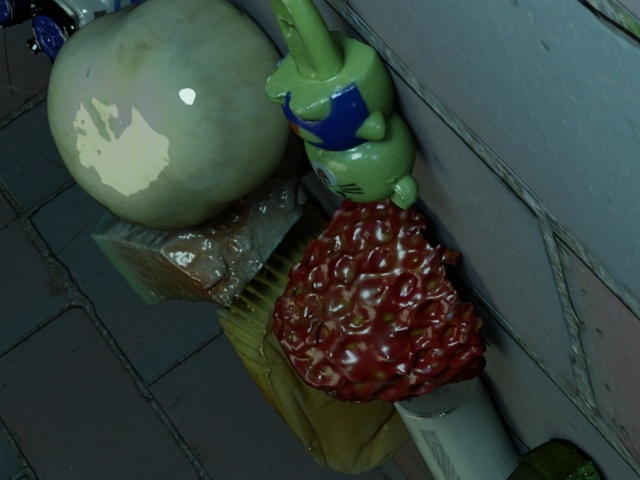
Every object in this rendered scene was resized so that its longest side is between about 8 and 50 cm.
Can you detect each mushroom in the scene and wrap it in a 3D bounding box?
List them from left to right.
[{"bbox_3d":[-0.137,-0.138,1.647,0.260,0.254,0.234,32,-152,22],"label":"mushroom"}]

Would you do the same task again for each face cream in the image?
[{"bbox_3d":[0.179,0.262,1.836,0.102,0.102,0.346,46,168,48],"label":"face cream"}]

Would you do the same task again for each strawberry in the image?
[{"bbox_3d":[0.044,0.065,1.530,0.234,0.178,0.234,60,176,7],"label":"strawberry"}]

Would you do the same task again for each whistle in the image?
[{"bbox_3d":[0.013,-0.109,1.267,0.105,0.085,0.227,34,160,45],"label":"whistle"}]

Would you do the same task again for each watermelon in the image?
[{"bbox_3d":[-0.126,-0.063,1.844,0.151,0.264,0.302,43,166,-15],"label":"watermelon"}]

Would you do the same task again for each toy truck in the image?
[{"bbox_3d":[-0.268,-0.309,1.724,0.213,0.161,0.177,34,142,24],"label":"toy truck"}]

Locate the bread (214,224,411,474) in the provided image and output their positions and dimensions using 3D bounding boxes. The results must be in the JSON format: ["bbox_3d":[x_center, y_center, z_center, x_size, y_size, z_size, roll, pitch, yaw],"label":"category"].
[{"bbox_3d":[0.005,0.124,1.919,0.288,0.204,0.156,54,170,-30],"label":"bread"}]

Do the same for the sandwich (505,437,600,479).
[{"bbox_3d":[0.235,0.272,1.598,0.159,0.079,0.235,55,172,-7],"label":"sandwich"}]

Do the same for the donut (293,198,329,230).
[{"bbox_3d":[0.000,0.000,2.027,0.097,0.043,0.108,52,177,22],"label":"donut"}]

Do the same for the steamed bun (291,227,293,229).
[{"bbox_3d":[-0.140,-0.087,2.270,0.212,0.110,0.231,50,169,34],"label":"steamed bun"}]
